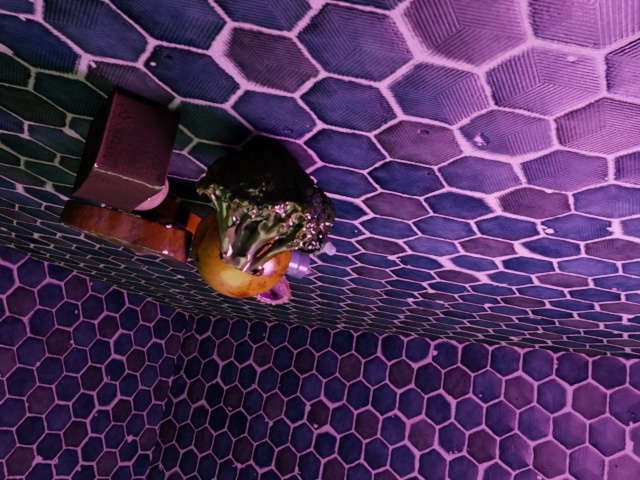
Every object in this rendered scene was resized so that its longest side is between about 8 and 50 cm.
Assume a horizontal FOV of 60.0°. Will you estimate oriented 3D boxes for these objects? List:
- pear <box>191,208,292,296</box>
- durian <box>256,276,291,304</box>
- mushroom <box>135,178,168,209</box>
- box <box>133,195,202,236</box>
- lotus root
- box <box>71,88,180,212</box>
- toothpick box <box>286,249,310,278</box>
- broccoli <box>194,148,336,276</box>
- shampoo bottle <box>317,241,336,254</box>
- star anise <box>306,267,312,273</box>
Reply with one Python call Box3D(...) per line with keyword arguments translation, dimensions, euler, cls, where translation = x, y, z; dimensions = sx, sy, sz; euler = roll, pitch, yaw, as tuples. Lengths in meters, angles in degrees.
Box3D(translation=(-0.221, 0.028, 1.569), dimensions=(0.281, 0.280, 0.280), euler=(10, 163, 3), cls="pear")
Box3D(translation=(-0.206, 0.135, 2.100), dimensions=(0.154, 0.186, 0.260), euler=(-7, 131, 20), cls="durian")
Box3D(translation=(-0.475, -0.148, 1.429), dimensions=(0.166, 0.166, 0.127), euler=(11, 119, -1), cls="mushroom")
Box3D(translation=(-0.504, -0.079, 1.777), dimensions=(0.152, 0.070, 0.237), euler=(1, 162, 27), cls="box")
Box3D(translation=(-0.545, -0.031, 1.551), dimensions=(0.390, 0.111, 0.375), euler=(13, 170, 34), cls="lotus root")
Box3D(translation=(-0.429, -0.185, 1.206), dimensions=(0.143, 0.184, 0.273), euler=(17, 163, -31), cls="box")
Box3D(translation=(-0.126, 0.065, 1.945), dimensions=(0.153, 0.101, 0.101), euler=(21, 160, -25), cls="toothpick box")
Box3D(translation=(-0.135, -0.071, 1.251), dimensions=(0.321, 0.283, 0.304), euler=(26, -170, -19), cls="broccoli")
Box3D(translation=(0.000, 0.000, 1.761), dimensions=(0.069, 0.041, 0.191), euler=(-2, 159, 22), cls="shampoo bottle")
Box3D(translation=(-0.113, 0.105, 2.126), dimensions=(0.124, 0.056, 0.129), euler=(4, 172, 37), cls="star anise")
